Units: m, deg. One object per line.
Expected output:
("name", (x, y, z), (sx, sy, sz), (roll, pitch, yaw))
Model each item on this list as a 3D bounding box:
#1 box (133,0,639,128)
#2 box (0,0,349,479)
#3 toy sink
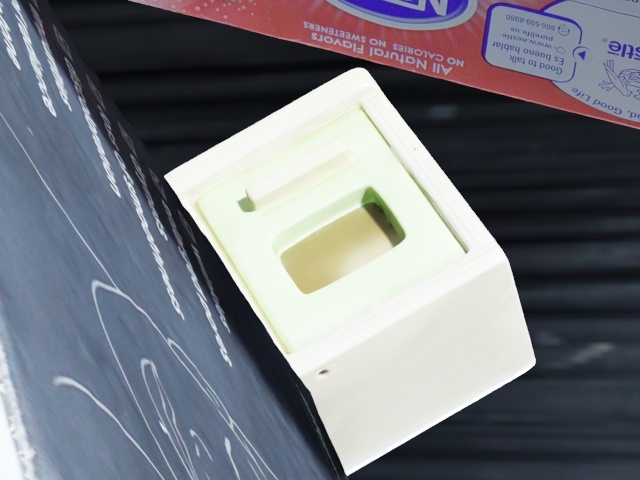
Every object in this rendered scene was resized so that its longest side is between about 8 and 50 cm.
("box", (0.067, -0.153, 0.701), (0.154, 0.300, 0.142), (93, 15, -46))
("box", (-0.147, 0.134, 0.696), (0.472, 0.297, 0.480), (57, 4, -40))
("toy sink", (0.000, 0.000, 1.194), (0.234, 0.153, 0.131), (57, -7, 38))
